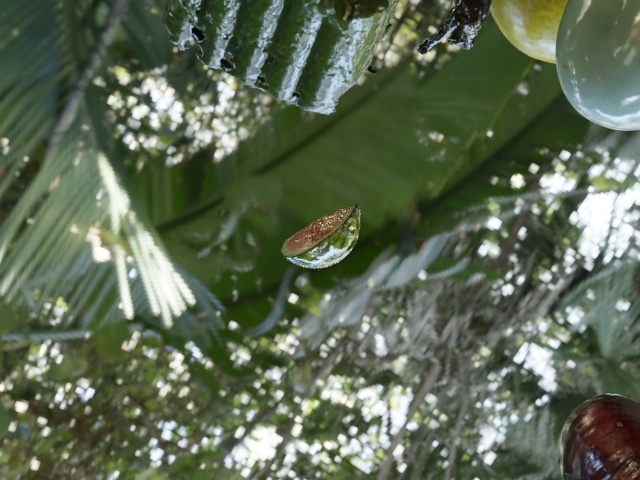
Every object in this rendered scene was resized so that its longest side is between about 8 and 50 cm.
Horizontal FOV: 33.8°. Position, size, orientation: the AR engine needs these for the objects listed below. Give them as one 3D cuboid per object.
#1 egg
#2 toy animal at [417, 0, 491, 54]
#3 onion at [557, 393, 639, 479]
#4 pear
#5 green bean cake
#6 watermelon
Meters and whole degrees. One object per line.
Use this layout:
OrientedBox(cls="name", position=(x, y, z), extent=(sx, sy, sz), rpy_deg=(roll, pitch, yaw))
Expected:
OrientedBox(cls="egg", position=(0.520, -0.339, 1.586), extent=(0.276, 0.389, 0.276), rpy_deg=(43, 179, 1))
OrientedBox(cls="toy animal", position=(0.259, -0.415, 1.872), extent=(0.084, 0.148, 0.232), rpy_deg=(29, -119, 4))
OrientedBox(cls="onion", position=(0.467, 0.354, 1.601), extent=(0.246, 0.190, 0.246), rpy_deg=(37, -156, -19))
OrientedBox(cls="pear", position=(0.496, -0.531, 2.088), extent=(0.362, 0.362, 0.418), rpy_deg=(25, -176, -6))
OrientedBox(cls="green bean cake", position=(-0.036, -0.376, 1.503), extent=(0.335, 0.218, 0.319), rpy_deg=(28, -136, -1))
OrientedBox(cls="watermelon", position=(0.006, 0.012, 1.787), extent=(0.069, 0.163, 0.087), rpy_deg=(49, -145, -23))
